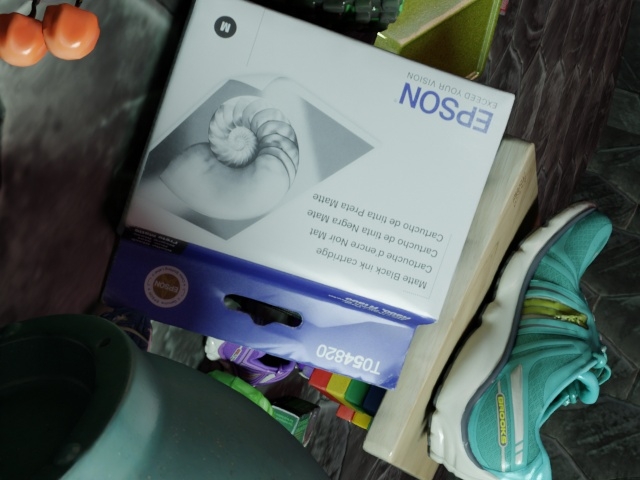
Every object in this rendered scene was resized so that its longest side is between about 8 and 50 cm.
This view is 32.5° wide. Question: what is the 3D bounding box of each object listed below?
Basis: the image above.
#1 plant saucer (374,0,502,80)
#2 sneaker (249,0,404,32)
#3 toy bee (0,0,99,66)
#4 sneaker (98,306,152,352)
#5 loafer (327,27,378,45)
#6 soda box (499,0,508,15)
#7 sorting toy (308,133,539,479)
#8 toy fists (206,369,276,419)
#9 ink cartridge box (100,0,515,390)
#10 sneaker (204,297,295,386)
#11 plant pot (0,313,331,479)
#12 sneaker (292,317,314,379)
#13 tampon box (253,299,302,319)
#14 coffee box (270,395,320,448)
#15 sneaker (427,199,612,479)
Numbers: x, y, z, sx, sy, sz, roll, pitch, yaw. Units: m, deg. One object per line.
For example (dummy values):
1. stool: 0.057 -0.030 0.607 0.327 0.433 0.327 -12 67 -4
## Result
1. plant saucer: 0.099 -0.177 1.009 0.188 0.045 0.188 -34 156 -21
2. sneaker: 0.002 -0.251 0.650 0.343 0.134 0.146 82 26 -62
3. toy bee: -0.088 -0.144 0.453 0.298 0.195 0.162 6 86 -35
4. sneaker: -0.155 0.105 0.728 0.135 0.052 0.058 -58 170 -11
5. loafer: -0.017 -0.119 0.827 0.223 0.076 0.078 -51 158 -42
6. soda box: 0.173 -0.365 1.093 0.083 0.092 0.263 -17 125 -69
7. sorting toy: 0.090 0.059 0.918 0.257 0.089 0.255 -65 162 -10
8. toy fists: -0.092 0.246 0.977 0.142 0.096 0.279 -57 160 -34
9. ink cartridge box: -0.011 -0.027 0.726 0.045 0.223 0.224 -132 -121 -78
10. sneaker: -0.050 0.105 0.984 0.068 0.071 0.170 -67 163 -8
11. plant pot: -0.128 0.162 0.538 0.293 0.293 0.196 -53 130 -42
12. sneaker: 0.042 0.003 1.120 0.146 0.102 0.293 81 29 -50
13. tampon box: 0.000 0.000 0.933 0.101 0.120 0.161 -63 162 -18
14. coffee box: -0.057 0.261 1.173 0.113 0.040 0.184 17 94 -77
15. sneaker: 0.181 0.085 0.883 0.275 0.110 0.107 -58 160 -31
